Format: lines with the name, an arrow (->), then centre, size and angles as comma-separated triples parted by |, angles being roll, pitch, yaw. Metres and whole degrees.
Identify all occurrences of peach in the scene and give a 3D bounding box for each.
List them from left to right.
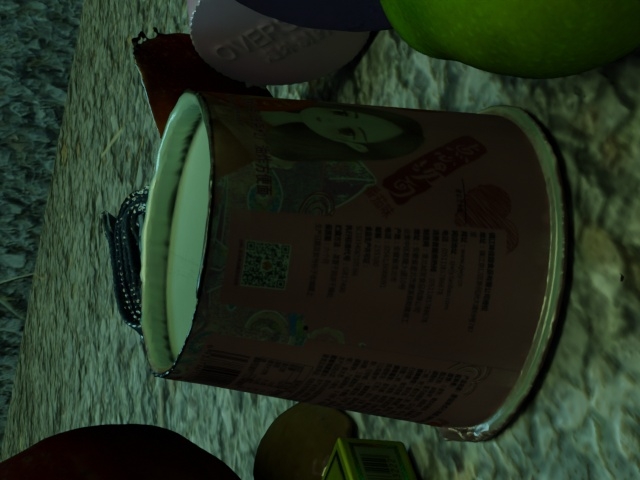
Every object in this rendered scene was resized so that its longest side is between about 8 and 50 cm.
peach -> -0.081, -0.110, 1.206 | 0.068, 0.279, 0.189 | -13, 53, 24

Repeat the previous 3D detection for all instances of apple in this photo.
apple -> -0.153, 0.333, 1.071 | 0.295, 0.329, 0.365 | -45, 62, 27

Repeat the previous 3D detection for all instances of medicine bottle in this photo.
medicine bottle -> -0.046, -0.311, 1.191 | 0.178, 0.178, 0.290 | 124, 147, -51

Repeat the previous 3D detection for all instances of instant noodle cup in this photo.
instant noodle cup -> 0.008, 0.011, 0.849 | 0.243, 0.231, 0.242 | -173, 90, -71

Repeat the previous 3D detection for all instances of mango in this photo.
mango -> 0.117, -0.184, 0.731 | 0.343, 0.156, 0.192 | 154, 108, -74

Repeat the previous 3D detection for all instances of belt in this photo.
belt -> -0.180, 0.042, 1.524 | 0.122, 0.128, 0.218 | -31, 45, 17

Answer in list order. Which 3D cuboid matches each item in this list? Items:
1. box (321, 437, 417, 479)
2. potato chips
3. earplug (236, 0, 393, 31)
box -> 0.042, 0.270, 0.903 | 0.220, 0.064, 0.141 | -108, 32, -54
potato chips -> -0.020, 0.218, 1.118 | 0.202, 0.049, 0.150 | 8, 96, 64
earplug -> 0.023, -0.412, 1.025 | 0.215, 0.215, 0.455 | 133, 144, -58
